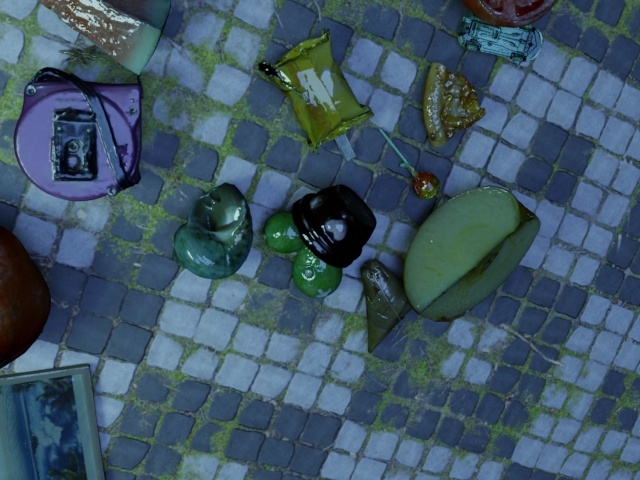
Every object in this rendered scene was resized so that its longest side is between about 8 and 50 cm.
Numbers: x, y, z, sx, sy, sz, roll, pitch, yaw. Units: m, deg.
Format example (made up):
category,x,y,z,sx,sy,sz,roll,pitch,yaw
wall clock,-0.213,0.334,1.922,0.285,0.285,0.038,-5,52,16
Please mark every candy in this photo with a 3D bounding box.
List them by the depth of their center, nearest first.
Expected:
category,x,y,z,sx,sy,sz,roll,pitch,yaw
candy,0.193,-0.172,1.572,0.060,0.060,0.201,-43,103,-2

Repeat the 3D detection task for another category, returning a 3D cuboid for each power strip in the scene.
category,x,y,z,sx,sy,sz,roll,pitch,yaw
power strip,0.050,-0.204,1.532,0.027,0.017,0.083,-29,110,-6

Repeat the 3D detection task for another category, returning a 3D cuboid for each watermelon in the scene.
category,x,y,z,sx,sy,sz,roll,pitch,yaw
watermelon,-0.405,-0.440,1.276,0.257,0.192,0.139,21,129,-24

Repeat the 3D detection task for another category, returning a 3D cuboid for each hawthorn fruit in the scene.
category,x,y,z,sx,sy,sz,roll,pitch,yaw
hawthorn fruit,-0.651,0.102,1.278,0.295,0.295,0.311,-36,108,-5

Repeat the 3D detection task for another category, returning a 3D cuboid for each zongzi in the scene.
category,x,y,z,sx,sy,sz,roll,pitch,yaw
zongzi,0.118,0.146,1.616,0.160,0.078,0.176,42,93,-16

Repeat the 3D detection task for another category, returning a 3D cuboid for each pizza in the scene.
category,x,y,z,sx,sy,sz,roll,pitch,yaw
pizza,0.296,-0.290,1.559,0.161,0.062,0.182,5,101,-23

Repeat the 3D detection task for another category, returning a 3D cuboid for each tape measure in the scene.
category,x,y,z,sx,sy,sz,roll,pitch,yaw
tape measure,-0.445,-0.196,1.321,0.232,0.149,0.245,-3,105,-16

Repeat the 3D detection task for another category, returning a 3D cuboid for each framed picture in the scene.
category,x,y,z,sx,sy,sz,roll,pitch,yaw
framed picture,-0.588,0.421,1.510,0.232,0.024,0.314,-7,105,-13

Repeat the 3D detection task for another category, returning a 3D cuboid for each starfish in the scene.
category,x,y,z,sx,sy,sz,roll,pitch,yaw
starfish,-0.449,-0.349,1.337,0.092,0.086,0.016,-46,156,-35

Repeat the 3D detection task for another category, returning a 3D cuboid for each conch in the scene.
category,x,y,z,sx,sy,sz,roll,pitch,yaw
conch,-0.220,-0.008,1.453,0.188,0.122,0.175,-29,89,-9

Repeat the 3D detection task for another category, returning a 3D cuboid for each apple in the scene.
category,x,y,z,sx,sy,sz,roll,pitch,yaw
apple,0.327,0.039,1.592,0.346,0.179,0.254,-43,99,-2

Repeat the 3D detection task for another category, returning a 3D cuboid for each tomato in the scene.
category,x,y,z,sx,sy,sz,roll,pitch,yaw
tomato,0.378,-0.547,1.476,0.237,0.095,0.236,1,84,-9

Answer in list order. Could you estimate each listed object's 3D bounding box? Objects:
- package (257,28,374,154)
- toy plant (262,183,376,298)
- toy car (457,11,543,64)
category,x,y,z,sx,sy,sz,roll,pitch,yaw
package,-0.006,-0.302,1.452,0.168,0.090,0.226,-31,108,-3
toy plant,0.000,0.000,1.504,0.235,0.175,0.218,-38,106,26
toy car,0.389,-0.439,1.547,0.186,0.058,0.093,12,100,-6
